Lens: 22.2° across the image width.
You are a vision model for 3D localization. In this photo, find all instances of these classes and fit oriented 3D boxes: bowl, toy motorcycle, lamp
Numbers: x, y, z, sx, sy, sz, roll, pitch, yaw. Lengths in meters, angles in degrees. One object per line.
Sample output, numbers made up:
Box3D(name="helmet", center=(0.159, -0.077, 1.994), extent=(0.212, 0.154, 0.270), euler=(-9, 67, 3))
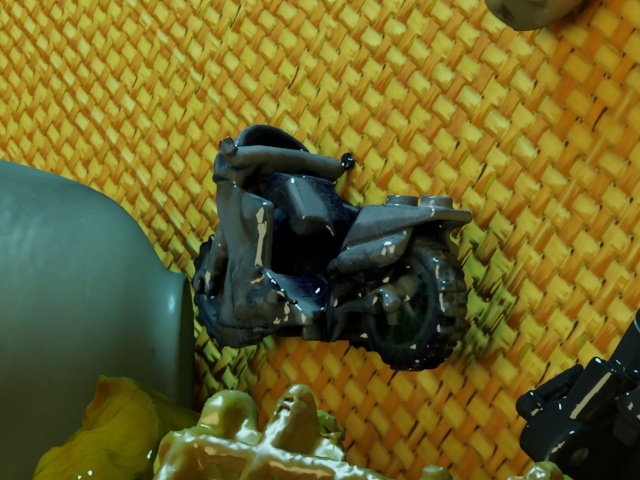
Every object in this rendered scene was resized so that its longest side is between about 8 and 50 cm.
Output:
Box3D(name="bowl", center=(-0.165, 0.087, 1.157), extent=(0.289, 0.146, 0.289), euler=(-179, 90, -89))
Box3D(name="toy motorcycle", center=(0.000, 0.000, 1.057), extent=(0.270, 0.106, 0.159), euler=(0, 88, 52))
Box3D(name="lamp", center=(0.185, 0.065, 0.785), extent=(0.147, 0.172, 0.227), euler=(44, 113, 42))

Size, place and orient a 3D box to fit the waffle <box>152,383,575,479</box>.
Box3D(name="waffle", center=(-0.003, 0.183, 0.704), extent=(0.281, 0.058, 0.301), euler=(-42, 49, -16))

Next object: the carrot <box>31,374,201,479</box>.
Box3D(name="carrot", center=(-0.096, 0.227, 0.975), extent=(0.241, 0.341, 0.241), euler=(-30, 44, 34))

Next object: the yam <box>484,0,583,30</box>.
Box3D(name="yam", center=(0.130, -0.306, 0.999), extent=(0.081, 0.081, 0.356), euler=(-14, 73, 46))
